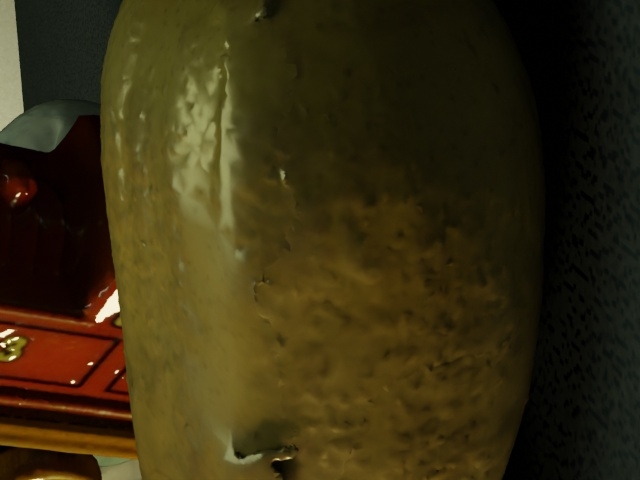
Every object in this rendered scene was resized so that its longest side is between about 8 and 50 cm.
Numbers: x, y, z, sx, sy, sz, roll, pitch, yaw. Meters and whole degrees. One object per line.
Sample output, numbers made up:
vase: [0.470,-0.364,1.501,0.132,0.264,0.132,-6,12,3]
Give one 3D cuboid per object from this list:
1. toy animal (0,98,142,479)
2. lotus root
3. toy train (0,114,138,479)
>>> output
toy animal: [-0.167,0.058,1.229,0.249,0.174,0.289,-97,5,-62]
lotus root: [0.003,0.000,0.577,0.146,0.131,0.303,24,123,48]
toy train: [-0.176,0.036,0.969,0.231,0.369,0.163,-49,45,35]
